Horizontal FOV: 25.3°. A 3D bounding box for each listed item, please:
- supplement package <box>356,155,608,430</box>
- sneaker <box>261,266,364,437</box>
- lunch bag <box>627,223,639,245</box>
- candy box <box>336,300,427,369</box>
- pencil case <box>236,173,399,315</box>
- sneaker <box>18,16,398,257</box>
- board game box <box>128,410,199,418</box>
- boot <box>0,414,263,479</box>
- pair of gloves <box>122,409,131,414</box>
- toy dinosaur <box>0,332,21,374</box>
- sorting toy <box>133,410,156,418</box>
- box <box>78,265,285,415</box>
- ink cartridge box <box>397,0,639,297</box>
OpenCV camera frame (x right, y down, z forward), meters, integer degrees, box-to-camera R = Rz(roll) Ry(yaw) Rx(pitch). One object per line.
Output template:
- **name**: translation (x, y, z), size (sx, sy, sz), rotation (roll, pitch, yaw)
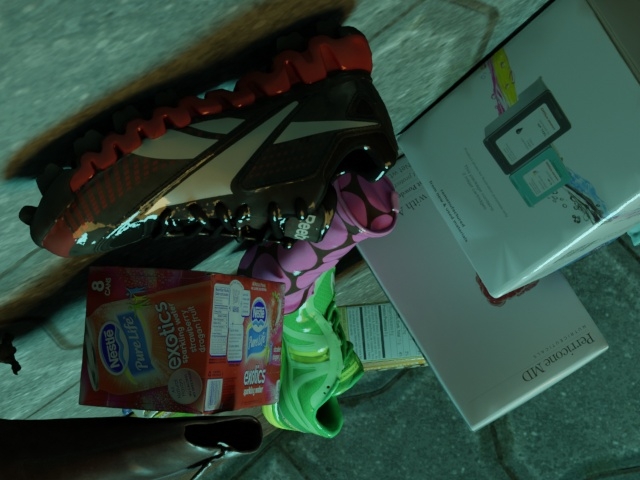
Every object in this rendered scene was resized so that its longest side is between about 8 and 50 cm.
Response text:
- **supplement package**: translation (0.166, 0.046, 1.598), size (0.178, 0.293, 0.175), rotation (-32, 170, 1)
- **sneaker**: translation (0.000, 0.120, 1.736), size (0.109, 0.124, 0.295), rotation (-48, 151, -44)
- **lunch bag**: translation (0.396, -0.147, 1.545), size (0.262, 0.223, 0.160), rotation (-34, 164, 22)
- **candy box**: translation (0.056, 0.133, 1.925), size (0.317, 0.087, 0.183), rotation (-7, 172, 7)
- **pencil case**: translation (0.000, 0.000, 1.482), size (0.098, 0.095, 0.209), rotation (17, 145, -27)
- **sneaker**: translation (-0.064, -0.043, 0.982), size (0.276, 0.135, 0.097), rotation (-27, 171, -17)
- **board game box**: translation (-0.246, 0.275, 2.218), size (0.124, 0.039, 0.259), rotation (-33, 172, 7)
- **boot**: translation (-0.198, 0.181, 1.256), size (0.207, 0.090, 0.248), rotation (-20, 162, 34)
- **pair of gloves**: translation (-0.191, 0.182, 1.974), size (0.159, 0.023, 0.198), rotation (-20, 164, -40)
- **toy dinosaur**: translation (-0.329, 0.134, 1.270), size (0.268, 0.064, 0.118), rotation (-41, 159, 31)
- **sorting toy**: translation (-0.213, 0.180, 1.754), size (0.083, 0.075, 0.045), rotation (-33, 170, 6)
- **box**: translation (-0.123, 0.094, 1.356), size (0.123, 0.128, 0.257), rotation (3, 177, 14)
- **ink cartridge box**: translation (0.262, -0.108, 1.411), size (0.198, 0.197, 0.270), rotation (-19, 164, -47)
